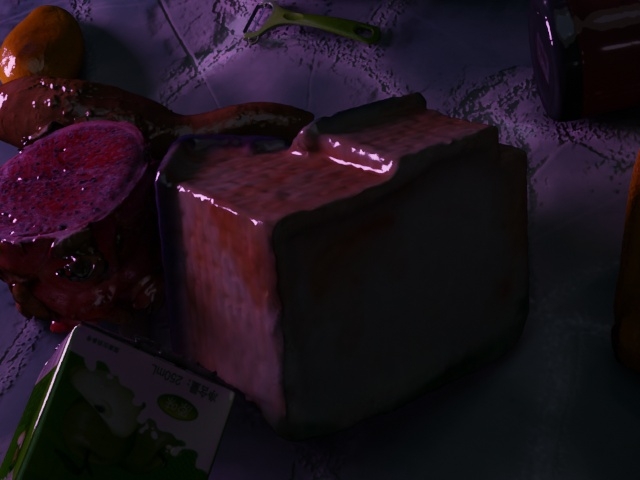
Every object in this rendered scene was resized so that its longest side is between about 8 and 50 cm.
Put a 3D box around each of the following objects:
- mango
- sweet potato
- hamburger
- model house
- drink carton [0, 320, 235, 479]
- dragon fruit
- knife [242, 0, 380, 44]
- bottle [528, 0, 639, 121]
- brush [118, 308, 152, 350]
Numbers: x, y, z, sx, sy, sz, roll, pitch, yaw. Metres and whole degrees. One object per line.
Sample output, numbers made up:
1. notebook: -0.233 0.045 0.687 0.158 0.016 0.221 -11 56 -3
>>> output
1. mango: -0.334 -0.229 1.526 0.101 0.066 0.187 -5 43 6
2. sweet potato: -0.201 -0.121 1.392 0.385 0.109 0.109 7 54 9
3. hamburger: 0.349 -0.003 1.160 0.144 0.157 0.283 8 53 16
4. model house: 0.000 0.000 1.195 0.312 0.245 0.280 -20 25 -32
5. drink carton: -0.187 0.220 1.052 0.161 0.108 0.271 26 63 -16
6. dragon fruit: -0.238 0.000 1.261 0.211 0.147 0.282 -22 39 -4
7. knife: -0.010 -0.254 1.508 0.166 0.023 0.078 11 60 19
8. bottle: 0.396 -0.221 1.329 0.336 0.144 0.144 -10 51 2
9. brush: -0.185 0.105 1.258 0.033 0.030 0.178 -20 51 8
